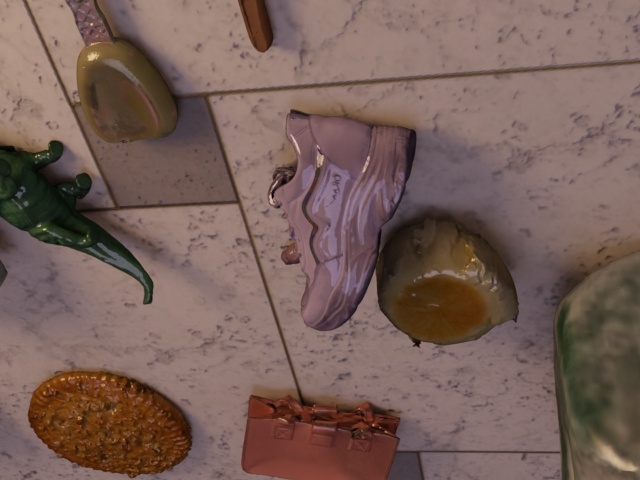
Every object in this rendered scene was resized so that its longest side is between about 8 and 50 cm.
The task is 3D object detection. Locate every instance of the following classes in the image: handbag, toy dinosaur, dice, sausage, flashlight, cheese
[{"bbox_3d":[-0.002,0.285,1.321,0.212,0.059,0.157,9,136,-1],"label":"handbag"},{"bbox_3d":[-0.294,-0.038,1.040,0.292,0.079,0.120,28,138,-14],"label":"toy dinosaur"},{"bbox_3d":[0.423,0.224,0.983,0.328,0.348,0.330,-5,135,12],"label":"dice"},{"bbox_3d":[-0.064,-0.224,0.850,0.026,0.026,0.116,-3,135,13],"label":"sausage"},{"bbox_3d":[0.000,0.000,1.058,0.110,0.031,0.052,-27,101,35],"label":"flashlight"},{"bbox_3d":[-0.209,-0.179,0.911,0.097,0.037,0.192,-6,132,14],"label":"cheese"}]

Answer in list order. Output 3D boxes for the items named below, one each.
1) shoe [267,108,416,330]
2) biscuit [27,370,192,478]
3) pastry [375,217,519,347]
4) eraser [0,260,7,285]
[{"bbox_3d":[0.002,-0.021,0.970,0.137,0.095,0.245,20,115,2],"label":"shoe"},{"bbox_3d":[-0.316,0.281,1.388,0.254,0.035,0.254,5,136,5],"label":"biscuit"},{"bbox_3d":[0.137,0.050,1.041,0.165,0.088,0.166,5,136,4],"label":"pastry"},{"bbox_3d":[-0.504,-0.038,1.054,0.189,0.104,0.290,4,136,24],"label":"eraser"}]
